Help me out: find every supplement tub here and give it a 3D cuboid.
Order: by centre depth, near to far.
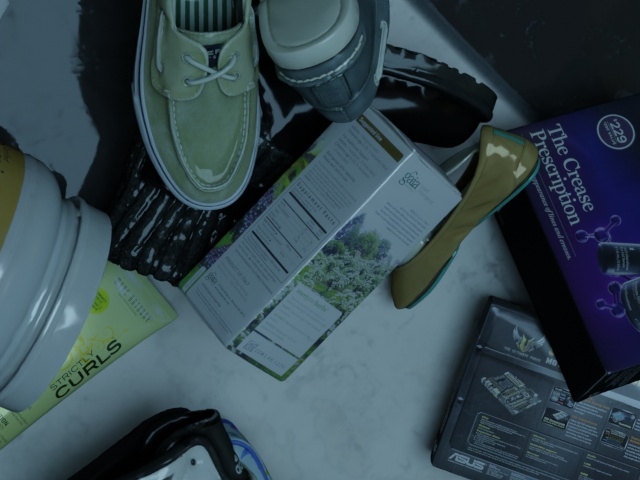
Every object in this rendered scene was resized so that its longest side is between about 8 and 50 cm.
[{"bbox_3d":[-0.358,-0.002,1.292,0.316,0.228,0.228,26,91,-22],"label":"supplement tub"}]

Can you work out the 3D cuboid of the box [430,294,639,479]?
[{"bbox_3d":[0.250,0.180,1.579,0.231,0.056,0.183,19,98,3],"label":"box"}]

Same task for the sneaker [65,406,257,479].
[{"bbox_3d":[-0.042,0.286,1.394,0.448,0.169,0.257,2,101,-15],"label":"sneaker"}]

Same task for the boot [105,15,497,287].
[{"bbox_3d":[-0.021,-0.066,1.449,0.348,0.131,0.260,11,94,-16],"label":"boot"}]

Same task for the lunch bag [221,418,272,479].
[{"bbox_3d":[-0.142,0.284,1.498,0.219,0.090,0.176,-29,109,-12],"label":"lunch bag"}]

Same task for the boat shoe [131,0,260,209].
[{"bbox_3d":[-0.104,-0.168,1.289,0.109,0.094,0.302,-8,106,-13],"label":"boat shoe"}]

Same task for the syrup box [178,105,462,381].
[{"bbox_3d":[0.000,0.000,1.354,0.237,0.096,0.093,-47,140,5],"label":"syrup box"}]

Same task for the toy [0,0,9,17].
[{"bbox_3d":[-0.405,-0.215,1.328,0.237,0.056,0.137,33,85,-27],"label":"toy"}]

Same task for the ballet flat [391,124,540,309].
[{"bbox_3d":[0.119,-0.027,1.500,0.073,0.080,0.232,31,123,-14],"label":"ballet flat"}]

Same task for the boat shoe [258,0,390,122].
[{"bbox_3d":[0.006,-0.222,1.361,0.116,0.319,0.099,-20,127,16],"label":"boat shoe"}]

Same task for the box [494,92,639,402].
[{"bbox_3d":[0.294,0.002,1.523,0.184,0.103,0.261,-16,72,-18],"label":"box"}]

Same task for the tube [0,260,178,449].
[{"bbox_3d":[-0.251,0.113,1.446,0.240,0.062,0.070,-40,151,-13],"label":"tube"}]
